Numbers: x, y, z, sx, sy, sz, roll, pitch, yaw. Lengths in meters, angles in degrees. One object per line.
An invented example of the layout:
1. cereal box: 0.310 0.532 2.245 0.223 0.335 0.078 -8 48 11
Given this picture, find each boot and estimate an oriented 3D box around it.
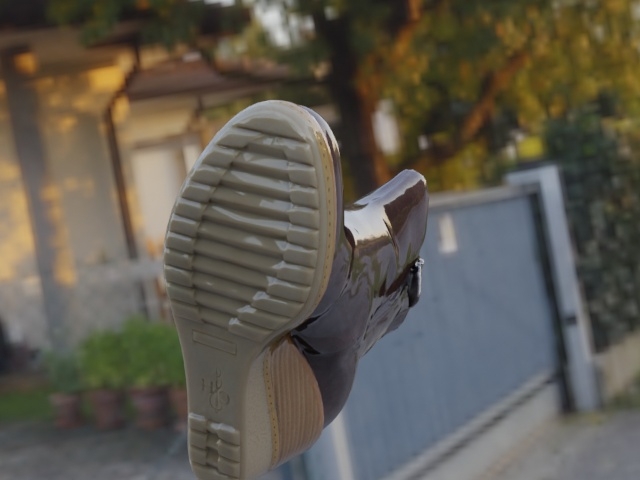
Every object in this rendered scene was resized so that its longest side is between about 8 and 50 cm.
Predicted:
1. boot: 0.000 0.000 0.947 0.090 0.248 0.207 24 37 18
